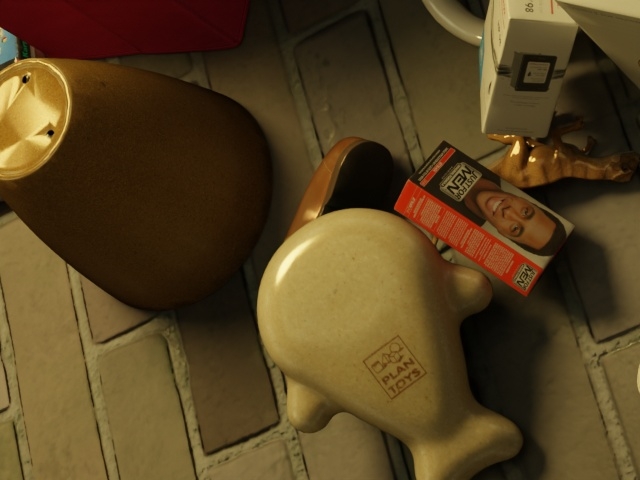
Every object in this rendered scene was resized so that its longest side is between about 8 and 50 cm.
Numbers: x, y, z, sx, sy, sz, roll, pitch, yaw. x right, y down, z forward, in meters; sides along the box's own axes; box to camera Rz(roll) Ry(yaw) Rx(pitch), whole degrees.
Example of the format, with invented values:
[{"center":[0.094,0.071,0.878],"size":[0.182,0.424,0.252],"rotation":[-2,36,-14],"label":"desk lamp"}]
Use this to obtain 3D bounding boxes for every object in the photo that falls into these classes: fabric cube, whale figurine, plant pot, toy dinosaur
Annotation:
[{"center":[-0.233,-0.351,1.744],"size":[0.259,0.258,0.254],"rotation":[-1,74,30],"label":"fabric cube"},{"center":[0.065,0.101,1.521],"size":[0.216,0.141,0.272],"rotation":[-39,83,3],"label":"whale figurine"},{"center":[-0.213,-0.077,1.647],"size":[0.237,0.254,0.237],"rotation":[-10,69,28],"label":"plant pot"},{"center":[0.176,-0.068,1.533],"size":[0.211,0.064,0.112],"rotation":[-14,69,26],"label":"toy dinosaur"}]

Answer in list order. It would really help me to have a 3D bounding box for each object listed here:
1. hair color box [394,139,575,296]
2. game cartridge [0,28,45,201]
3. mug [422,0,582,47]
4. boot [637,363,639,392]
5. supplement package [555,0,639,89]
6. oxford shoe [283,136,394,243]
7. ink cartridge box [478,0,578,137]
[{"center":[0.144,-0.020,1.497],"size":[0.141,0.072,0.043],"rotation":[34,138,8],"label":"hair color box"},{"center":[-0.413,-0.197,1.919],"size":[0.230,0.068,0.355],"rotation":[-22,64,27],"label":"game cartridge"},{"center":[0.161,-0.355,1.538],"size":[0.328,0.276,0.374],"rotation":[-2,104,35],"label":"mug"},{"center":[0.317,0.053,1.398],"size":[0.069,0.086,0.190],"rotation":[40,96,33],"label":"boot"},{"center":[0.348,-0.213,1.359],"size":[0.199,0.262,0.198],"rotation":[18,84,33],"label":"supplement package"},{"center":[0.000,0.000,1.622],"size":[0.212,0.076,0.076],"rotation":[-63,27,2],"label":"oxford shoe"},{"center":[0.177,-0.185,1.445],"size":[0.060,0.180,0.104],"rotation":[4,52,-3],"label":"ink cartridge box"}]
